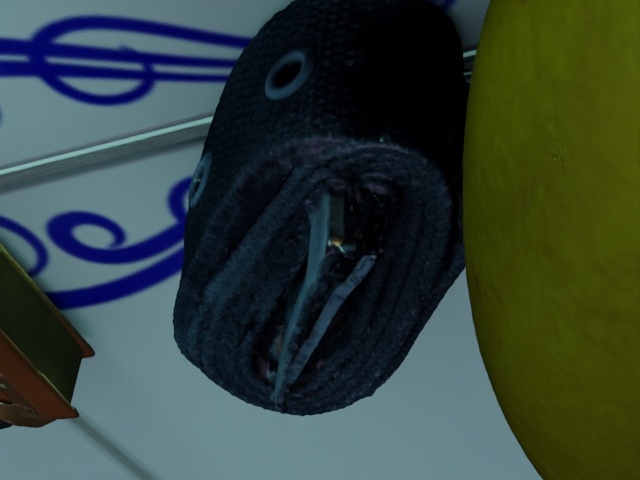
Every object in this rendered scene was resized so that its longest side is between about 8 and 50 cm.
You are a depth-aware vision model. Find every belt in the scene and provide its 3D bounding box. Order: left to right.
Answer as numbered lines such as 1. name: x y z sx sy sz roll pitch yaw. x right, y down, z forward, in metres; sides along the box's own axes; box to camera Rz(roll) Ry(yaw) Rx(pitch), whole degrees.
1. belt: 0.000 0.000 0.823 0.122 0.128 0.218 15 144 -9

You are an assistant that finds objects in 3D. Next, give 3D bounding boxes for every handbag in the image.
1. handbag: -0.220 0.036 0.986 0.127 0.063 0.190 -10 138 24

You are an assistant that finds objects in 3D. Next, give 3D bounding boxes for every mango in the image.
1. mango: 0.200 -0.018 0.643 0.300 0.232 0.446 1 138 0
